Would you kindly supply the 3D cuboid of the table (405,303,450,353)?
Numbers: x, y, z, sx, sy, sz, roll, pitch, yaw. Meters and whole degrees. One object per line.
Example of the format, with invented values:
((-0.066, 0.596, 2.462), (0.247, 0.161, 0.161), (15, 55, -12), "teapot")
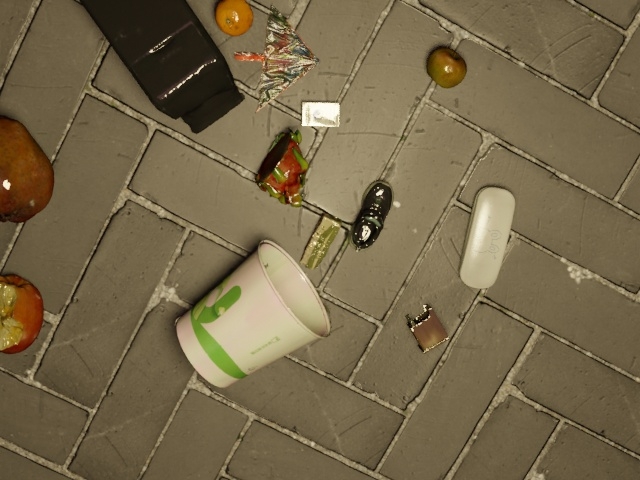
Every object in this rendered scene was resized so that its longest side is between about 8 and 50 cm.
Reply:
((0.240, 0.200, 1.787), (0.070, 0.083, 0.082), (-31, 93, 1), "table")

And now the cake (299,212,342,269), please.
((0.000, 0.000, 1.771), (0.051, 0.055, 0.140), (26, 116, -7), "cake")

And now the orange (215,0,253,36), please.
((-0.183, -0.473, 1.651), (0.083, 0.083, 0.084), (0, 100, -2), "orange")

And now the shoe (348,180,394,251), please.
((0.115, -0.048, 1.727), (0.071, 0.099, 0.169), (23, 98, -3), "shoe")

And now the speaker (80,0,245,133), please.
((-0.335, -0.427, 1.638), (0.180, 0.184, 0.388), (-34, 89, 3), "speaker")

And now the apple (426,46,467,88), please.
((0.270, -0.371, 1.679), (0.089, 0.089, 0.074), (38, 110, -8), "apple")

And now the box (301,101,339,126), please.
((0.000, -0.278, 1.721), (0.083, 0.024, 0.054), (1, 102, -3), "box")

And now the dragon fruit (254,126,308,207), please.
((-0.080, -0.155, 1.703), (0.142, 0.138, 0.175), (-1, 138, 35), "dragon fruit")

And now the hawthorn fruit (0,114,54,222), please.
((-0.673, -0.159, 1.646), (0.208, 0.208, 0.248), (-14, 76, 1), "hawthorn fruit")

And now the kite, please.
((-0.095, -0.390, 1.704), (0.189, 0.009, 0.232), (5, 100, -3), "kite")

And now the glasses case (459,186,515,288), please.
((0.375, -0.006, 1.763), (0.092, 0.059, 0.233), (12, 101, -5), "glasses case")

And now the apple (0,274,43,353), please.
((-0.688, 0.158, 1.720), (0.156, 0.147, 0.158), (29, 88, 26), "apple")

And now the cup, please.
((-0.150, 0.171, 1.701), (0.274, 0.253, 0.253), (-36, 100, 14), "cup")
